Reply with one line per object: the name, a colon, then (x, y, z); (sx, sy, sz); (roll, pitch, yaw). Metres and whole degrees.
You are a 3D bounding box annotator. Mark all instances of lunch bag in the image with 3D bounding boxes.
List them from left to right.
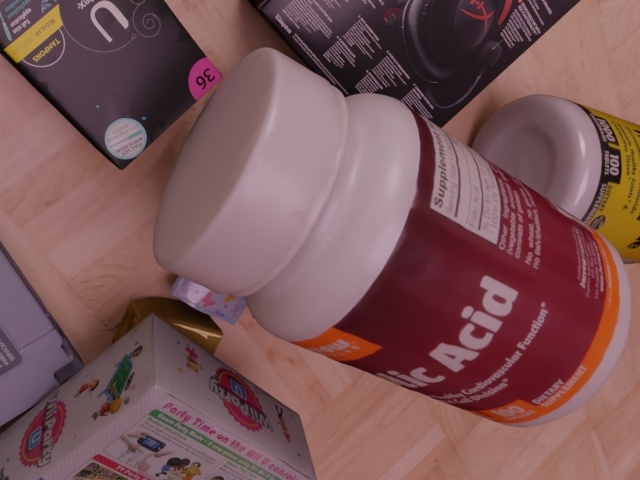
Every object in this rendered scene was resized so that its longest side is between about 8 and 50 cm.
lunch bag: (-0.111, 0.040, 0.693); (0.083, 0.053, 0.071); (31, 92, -45)

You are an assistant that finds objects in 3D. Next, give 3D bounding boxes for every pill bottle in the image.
pill bottle: (0.071, 0.010, 0.588); (0.392, 0.224, 0.224); (26, 93, -27)
pill bottle: (0.369, -0.067, 0.862); (0.334, 0.188, 0.188); (7, 103, -33)

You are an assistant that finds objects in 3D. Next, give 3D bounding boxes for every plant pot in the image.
plant pot: (-0.163, 0.103, 0.669); (0.083, 0.081, 0.081); (25, 93, -30)

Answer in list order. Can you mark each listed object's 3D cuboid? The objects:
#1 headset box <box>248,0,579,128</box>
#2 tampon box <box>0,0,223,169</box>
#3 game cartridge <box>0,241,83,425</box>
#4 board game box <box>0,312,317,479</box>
headset box: (0.106, -0.256, 0.630); (0.293, 0.110, 0.218); (-43, 121, 9)
tampon box: (-0.187, -0.162, 0.543); (0.120, 0.101, 0.161); (-46, 124, -9)
game cartridge: (-0.360, 0.051, 0.546); (0.198, 0.062, 0.297); (-29, 120, -15)
board game box: (-0.190, 0.241, 0.632); (0.303, 0.097, 0.224); (-37, 126, 11)
